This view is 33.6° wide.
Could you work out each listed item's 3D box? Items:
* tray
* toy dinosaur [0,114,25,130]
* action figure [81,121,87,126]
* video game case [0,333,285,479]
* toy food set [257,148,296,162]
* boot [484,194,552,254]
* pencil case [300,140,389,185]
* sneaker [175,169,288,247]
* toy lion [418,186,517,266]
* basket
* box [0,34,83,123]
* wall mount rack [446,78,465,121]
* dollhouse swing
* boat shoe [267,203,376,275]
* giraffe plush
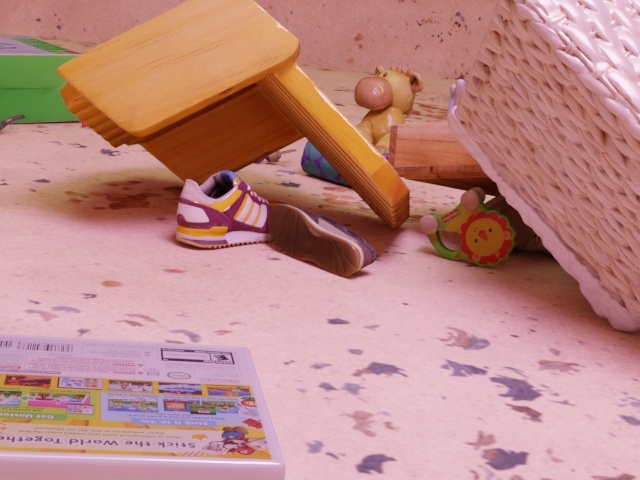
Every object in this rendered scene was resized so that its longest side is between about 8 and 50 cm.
[{"bbox_3d":[0.303,-0.096,1.455,0.203,0.076,0.411,2,-2,45],"label":"tray"},{"bbox_3d":[-0.547,-0.181,1.619,0.118,0.064,0.268,21,14,-4],"label":"toy dinosaur"},{"bbox_3d":[-0.356,-0.203,1.849,0.115,0.030,0.038,11,10,6],"label":"action figure"},{"bbox_3d":[-0.152,0.119,0.760,0.227,0.026,0.206,5,15,-12],"label":"video game case"},{"bbox_3d":[-0.106,-0.142,1.758,0.122,0.019,0.078,6,13,27],"label":"toy food set"},{"bbox_3d":[0.316,-0.004,1.335,0.213,0.077,0.165,-1,20,-28],"label":"boot"},{"bbox_3d":[0.043,-0.119,1.648,0.152,0.064,0.070,18,35,35],"label":"pencil case"},{"bbox_3d":[-0.093,-0.043,1.267,0.070,0.083,0.185,18,19,34],"label":"sneaker"},{"bbox_3d":[0.183,-0.008,1.285,0.100,0.096,0.034,-31,-2,26],"label":"toy lion"},{"bbox_3d":[0.368,-0.145,1.101,0.328,0.266,0.331,-29,68,-18],"label":"basket"},{"bbox_3d":[-0.581,-0.285,1.868,0.262,0.126,0.231,-8,23,-41],"label":"box"},{"bbox_3d":[0.365,-0.251,2.126,0.350,0.130,0.304,7,10,3],"label":"wall mount rack"},{"bbox_3d":[-0.094,-0.101,1.331,0.315,0.304,0.347,-27,-8,0],"label":"dollhouse swing"},{"bbox_3d":[0.000,0.000,1.223,0.049,0.056,0.152,-2,26,-46],"label":"boat shoe"},{"bbox_3d":[0.112,-0.213,1.821,0.181,0.170,0.210,14,17,26],"label":"giraffe plush"}]
